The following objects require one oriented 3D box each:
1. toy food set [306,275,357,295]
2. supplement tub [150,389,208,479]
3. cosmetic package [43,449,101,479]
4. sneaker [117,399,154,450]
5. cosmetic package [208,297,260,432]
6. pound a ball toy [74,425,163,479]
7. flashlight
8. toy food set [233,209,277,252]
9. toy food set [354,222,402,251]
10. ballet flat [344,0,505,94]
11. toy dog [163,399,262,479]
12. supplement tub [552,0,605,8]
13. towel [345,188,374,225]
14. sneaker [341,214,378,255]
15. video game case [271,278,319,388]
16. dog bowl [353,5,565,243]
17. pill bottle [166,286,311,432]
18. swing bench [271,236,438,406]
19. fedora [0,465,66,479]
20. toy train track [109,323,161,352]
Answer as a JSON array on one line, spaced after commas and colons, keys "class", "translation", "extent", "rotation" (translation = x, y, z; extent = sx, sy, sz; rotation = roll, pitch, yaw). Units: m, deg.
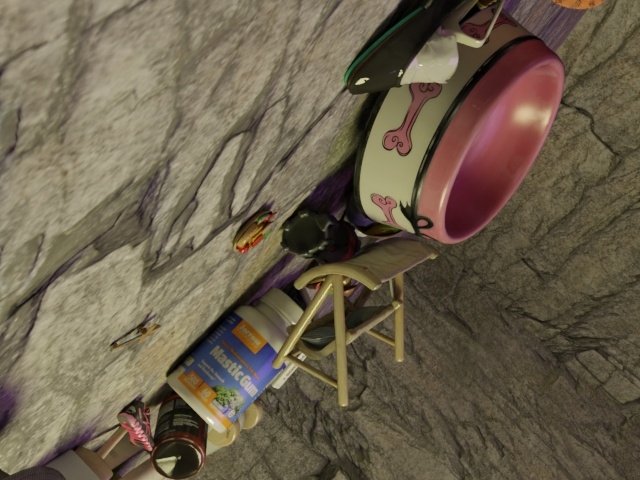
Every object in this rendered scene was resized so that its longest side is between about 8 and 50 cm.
[{"class": "toy food set", "translation": [0.032, 0.105, 1.762], "extent": [0.128, 0.071, 0.218], "rotation": [-22, -175, -20]}, {"class": "supplement tub", "translation": [-0.275, 0.373, 1.435], "extent": [0.106, 0.106, 0.198], "rotation": [-50, -162, 15]}, {"class": "cosmetic package", "translation": [-0.407, 0.499, 1.127], "extent": [0.225, 0.224, 0.138], "rotation": [-51, 170, 20]}, {"class": "sneaker", "translation": [-0.322, 0.334, 1.308], "extent": [0.119, 0.047, 0.057], "rotation": [79, 31, -42]}, {"class": "cosmetic package", "translation": [-0.172, 0.266, 1.599], "extent": [0.309, 0.113, 0.160], "rotation": [-52, 170, 17]}, {"class": "pound a ball toy", "translation": [-0.379, 0.450, 1.335], "extent": [0.208, 0.136, 0.319], "rotation": [-49, 171, 11]}, {"class": "flashlight", "translation": [0.000, 0.000, 1.348], "extent": [0.304, 0.103, 0.103], "rotation": [7, 94, -75]}, {"class": "toy food set", "translation": [-0.096, -0.013, 1.059], "extent": [0.082, 0.020, 0.083], "rotation": [-43, 170, -25]}, {"class": "toy food set", "translation": [0.136, -0.053, 1.539], "extent": [0.192, 0.132, 0.039], "rotation": [-94, 176, -52]}, {"class": "ballet flat", "translation": [0.155, -0.267, 0.914], "extent": [0.280, 0.096, 0.095], "rotation": [-46, 171, -9]}, {"class": "toy dog", "translation": [-0.313, 0.461, 1.787], "extent": [0.333, 0.161, 0.220], "rotation": [-32, 173, -2]}, {"class": "supplement tub", "translation": [0.441, -0.481, 1.036], "extent": [0.316, 0.193, 0.193], "rotation": [-43, 170, -22]}, {"class": "towel", "translation": [0.214, -0.217, 1.443], "extent": [0.374, 0.090, 0.320], "rotation": [-42, 166, -30]}, {"class": "sneaker", "translation": [0.119, -0.038, 1.721], "extent": [0.295, 0.104, 0.147], "rotation": [-28, 161, -48]}, {"class": "video game case", "translation": [-0.076, 0.216, 1.694], "extent": [0.183, 0.023, 0.201], "rotation": [-50, -146, 17]}, {"class": "dog bowl", "translation": [0.240, -0.172, 1.177], "extent": [0.408, 0.150, 0.408], "rotation": [-40, 151, -28]}, {"class": "pill bottle", "translation": [-0.148, 0.221, 1.388], "extent": [0.272, 0.152, 0.152], "rotation": [-46, 171, -15]}, {"class": "swing bench", "translation": [0.067, 0.121, 1.330], "extent": [0.253, 0.165, 0.255], "rotation": [-18, 127, -56]}, {"class": "fedora", "translation": [-0.388, 0.312, 0.744], "extent": [0.244, 0.124, 0.275], "rotation": [-45, 162, -31]}, {"class": "toy train track", "translation": [-0.250, 0.128, 0.969], "extent": [0.048, 0.014, 0.083], "rotation": [-45, 168, 36]}]
